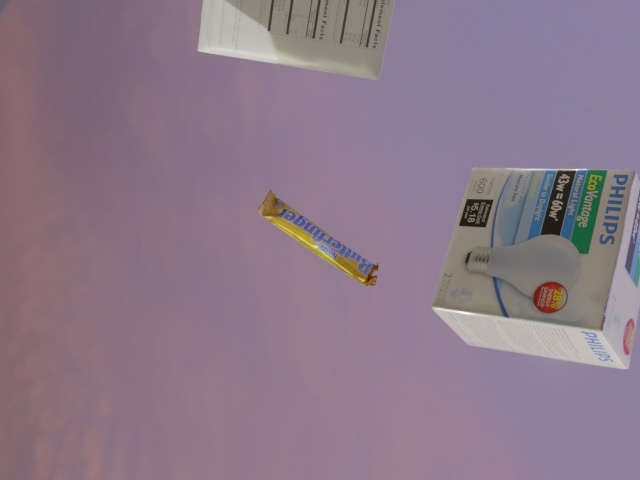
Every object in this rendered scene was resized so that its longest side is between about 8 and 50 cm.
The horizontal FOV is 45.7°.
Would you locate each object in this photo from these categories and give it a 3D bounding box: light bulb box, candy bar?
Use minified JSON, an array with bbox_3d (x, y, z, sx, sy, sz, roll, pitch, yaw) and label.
[{"bbox_3d":[0.482,0.050,1.620,0.361,0.225,0.358,4,-114,37],"label":"light bulb box"},{"bbox_3d":[0.000,0.000,0.860,0.018,0.161,0.040,-45,-165,41],"label":"candy bar"}]

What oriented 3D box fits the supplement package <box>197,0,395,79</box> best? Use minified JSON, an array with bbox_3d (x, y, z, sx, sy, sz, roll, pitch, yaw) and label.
[{"bbox_3d":[-0.032,-0.314,1.027,0.139,0.244,0.134,-94,-167,-65],"label":"supplement package"}]
